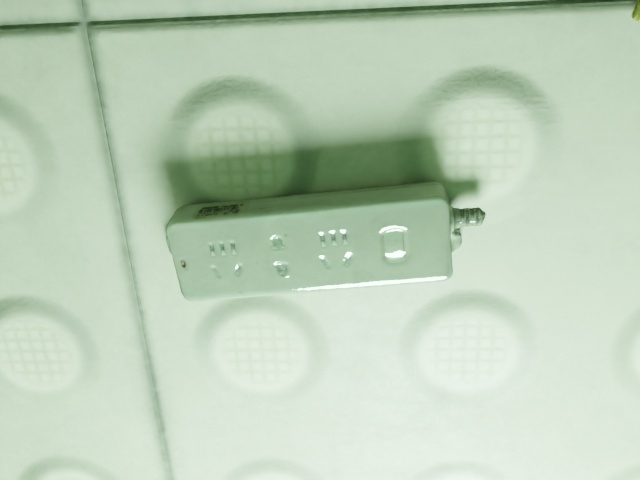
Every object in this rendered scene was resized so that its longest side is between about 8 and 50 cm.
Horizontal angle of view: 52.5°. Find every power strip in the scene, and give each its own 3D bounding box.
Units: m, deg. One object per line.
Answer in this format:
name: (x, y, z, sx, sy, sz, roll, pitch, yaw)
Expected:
power strip: (0.000, 0.000, 0.670, 0.338, 0.058, 0.098, -6, 113, 6)

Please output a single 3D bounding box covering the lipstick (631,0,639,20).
lipstick: (0.301, -0.245, 0.554, 0.037, 0.037, 0.116, 14, 120, -2)
